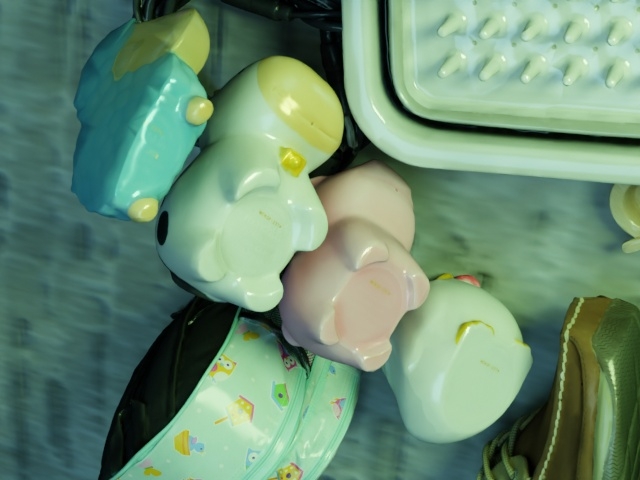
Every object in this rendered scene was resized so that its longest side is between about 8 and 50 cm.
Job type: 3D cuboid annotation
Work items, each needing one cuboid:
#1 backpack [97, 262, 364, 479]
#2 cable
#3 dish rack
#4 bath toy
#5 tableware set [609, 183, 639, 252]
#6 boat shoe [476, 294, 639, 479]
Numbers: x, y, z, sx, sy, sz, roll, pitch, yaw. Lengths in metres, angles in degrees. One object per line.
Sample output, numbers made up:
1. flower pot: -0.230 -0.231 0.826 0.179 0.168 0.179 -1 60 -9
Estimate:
1. backpack: -0.065 0.120 0.957 0.144 0.188 0.166 44 124 -7
2. cable: -0.043 -0.116 0.896 0.184 0.047 0.150 40 125 -4
3. dish rack: 0.176 -0.174 0.747 0.332 0.072 0.286 5 113 18
4. bath toy: 0.000 0.000 0.860 0.348 0.151 0.129 39 173 -34
5. tableware set: 0.230 -0.065 0.836 0.141 0.020 0.169 -13 113 27
6. boat shoe: 0.161 0.186 0.952 0.119 0.122 0.324 11 122 21
